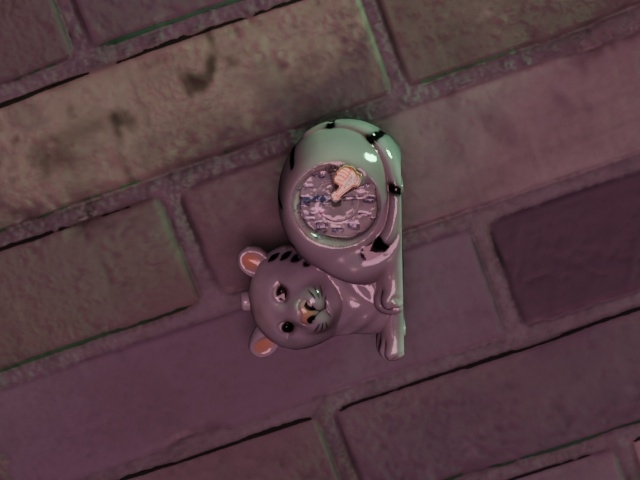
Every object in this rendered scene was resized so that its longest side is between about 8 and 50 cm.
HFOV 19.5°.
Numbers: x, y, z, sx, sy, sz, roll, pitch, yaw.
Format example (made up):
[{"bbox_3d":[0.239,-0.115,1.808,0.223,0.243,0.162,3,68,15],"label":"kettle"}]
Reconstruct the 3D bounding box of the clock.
[{"bbox_3d":[0.000,0.000,1.304,0.117,0.080,0.176,-1,110,0],"label":"clock"}]
